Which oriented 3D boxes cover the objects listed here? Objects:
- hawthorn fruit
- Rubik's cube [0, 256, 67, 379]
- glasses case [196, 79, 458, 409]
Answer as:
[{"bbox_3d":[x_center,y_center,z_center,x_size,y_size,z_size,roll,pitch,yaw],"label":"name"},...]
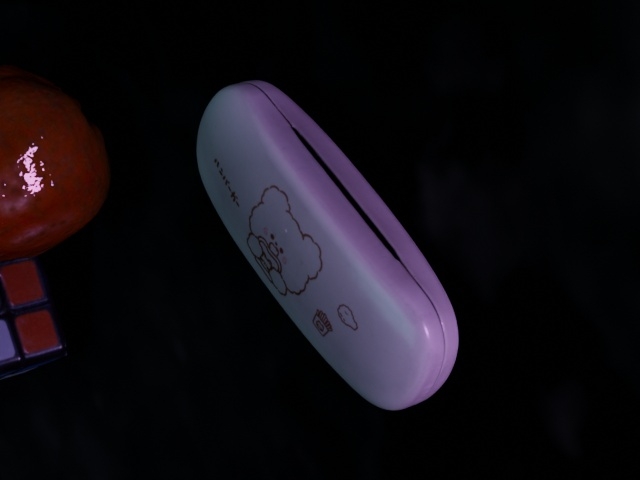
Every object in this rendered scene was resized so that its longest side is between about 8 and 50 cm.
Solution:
[{"bbox_3d":[-0.190,-0.045,0.990,0.128,0.128,0.128,23,121,45],"label":"hawthorn fruit"},{"bbox_3d":[-0.309,0.031,1.109,0.182,0.187,0.184,-22,88,52],"label":"Rubik's cube"},{"bbox_3d":[0.000,0.000,0.819,0.193,0.049,0.074,52,138,24],"label":"glasses case"}]
